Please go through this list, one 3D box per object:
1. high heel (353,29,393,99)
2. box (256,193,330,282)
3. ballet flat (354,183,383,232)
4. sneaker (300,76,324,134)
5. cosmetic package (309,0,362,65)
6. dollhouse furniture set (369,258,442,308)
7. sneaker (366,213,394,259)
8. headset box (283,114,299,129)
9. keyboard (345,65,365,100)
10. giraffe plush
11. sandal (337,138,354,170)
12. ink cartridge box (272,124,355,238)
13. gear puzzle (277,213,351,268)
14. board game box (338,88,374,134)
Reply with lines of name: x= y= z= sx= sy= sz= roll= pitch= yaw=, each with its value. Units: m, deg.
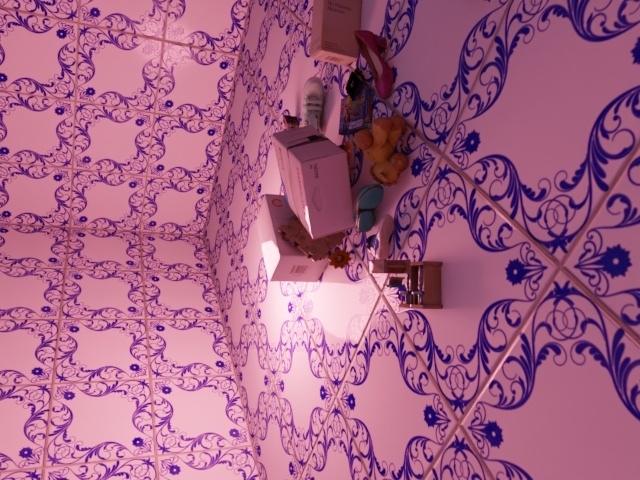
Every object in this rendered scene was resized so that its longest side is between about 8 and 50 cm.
high heel: x=0.169 y=-0.578 z=1.723 sx=0.082 sy=0.117 sz=0.244 roll=154 pitch=117 yaw=-63
box: x=-0.121 y=-0.011 z=2.177 sx=0.168 sy=0.215 sz=0.345 roll=117 pitch=148 yaw=-42
ballet flat: x=0.147 y=-0.126 z=1.698 sx=0.247 sy=0.083 sz=0.087 roll=96 pitch=168 yaw=-57
sneaker: x=-0.023 y=-0.534 z=2.174 sx=0.151 sy=0.094 sz=0.256 roll=-107 pitch=21 yaw=-50
cosmetic package: x=0.059 y=-0.829 z=1.958 sx=0.113 sy=0.160 sz=0.309 roll=-174 pitch=87 yaw=-65
dollhouse furniture set: x=0.218 y=0.120 z=1.432 sx=0.129 sy=0.184 sz=0.129 roll=168 pitch=104 yaw=-65
sneaker: x=0.186 y=-0.017 z=1.679 sx=0.084 sy=0.058 sz=0.152 roll=29 pitch=120 yaw=55
headset box: x=-0.137 y=-0.551 z=2.475 sx=0.032 sy=0.062 sz=0.083 roll=115 pitch=149 yaw=-41
keyboard: x=0.133 y=-0.566 z=1.894 sx=0.192 sy=0.038 sz=0.100 roll=-103 pitch=31 yaw=-61
giraffe plush: x=0.194 y=-0.255 z=1.600 sx=0.210 sy=0.181 sz=0.170 roll=-37 pitch=74 yaw=47
sandal: x=0.051 y=-0.272 z=1.996 sx=0.265 sy=0.076 sz=0.102 roll=122 pitch=144 yaw=-46
ink cartridge box: x=-0.030 y=-0.220 z=1.880 sx=0.395 sy=0.166 sz=0.285 roll=-126 pitch=23 yaw=-60
gear puzzle: x=0.000 y=0.000 z=1.988 sx=0.339 sy=0.175 sz=0.044 roll=39 pitch=162 yaw=35
board game box: x=0.126 y=-0.460 z=1.904 sx=0.201 sy=0.035 sz=0.136 roll=-170 pitch=84 yaw=-66
